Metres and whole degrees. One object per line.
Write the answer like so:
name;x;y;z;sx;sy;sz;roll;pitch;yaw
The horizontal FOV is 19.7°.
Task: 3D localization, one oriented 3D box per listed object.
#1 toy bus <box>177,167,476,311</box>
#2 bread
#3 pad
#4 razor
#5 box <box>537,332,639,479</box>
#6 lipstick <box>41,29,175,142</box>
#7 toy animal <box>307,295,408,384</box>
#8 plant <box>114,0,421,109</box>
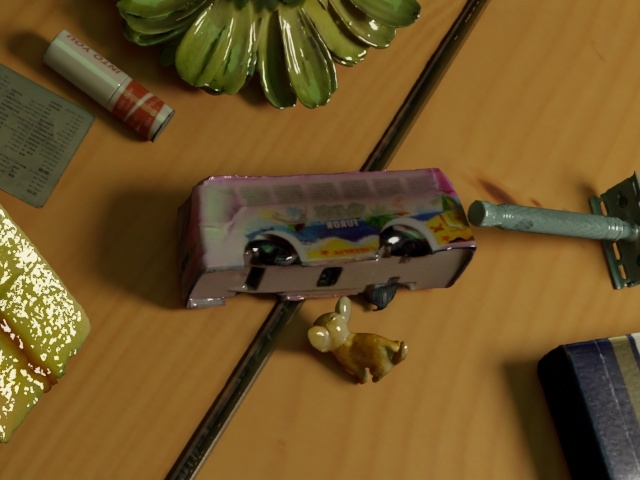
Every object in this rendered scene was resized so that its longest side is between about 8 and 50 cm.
toy bus;0.000;0.000;1.709;0.274;0.090;0.112;-3;60;-22
bread;-0.354;0.040;1.583;0.264;0.163;0.167;56;51;-26
pad;-0.342;-0.135;1.658;0.265;0.009;0.159;28;37;-7
razor;0.231;-0.018;1.783;0.232;0.068;0.106;6;61;-39
box;0.350;0.167;1.772;0.259;0.071;0.168;-6;68;-23
lipstick;-0.199;-0.145;1.731;0.131;0.038;0.038;36;58;-1
toy animal;0.031;0.091;1.689;0.083;0.081;0.060;45;59;-20
plant;-0.070;-0.300;1.774;0.306;0.297;0.261;-25;45;-13
